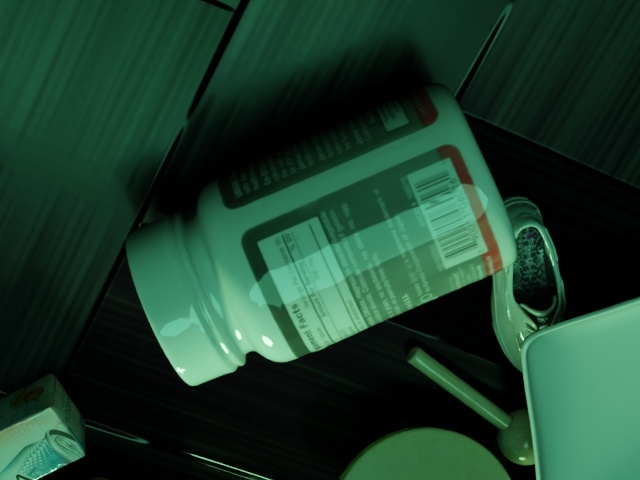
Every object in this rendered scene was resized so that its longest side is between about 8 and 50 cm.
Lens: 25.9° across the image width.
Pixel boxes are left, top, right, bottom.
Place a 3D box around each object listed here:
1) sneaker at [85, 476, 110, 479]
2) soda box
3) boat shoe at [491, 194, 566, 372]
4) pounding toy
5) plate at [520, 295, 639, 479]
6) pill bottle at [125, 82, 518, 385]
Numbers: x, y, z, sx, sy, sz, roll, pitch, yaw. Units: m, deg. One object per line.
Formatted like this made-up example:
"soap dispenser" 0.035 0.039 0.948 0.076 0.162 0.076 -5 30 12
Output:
"sneaker" -0.225 0.371 1.290 0.136 0.116 0.314 27 109 -22
"soda box" -0.299 0.191 1.220 0.183 0.058 0.063 -26 117 4
"boat shoe" 0.189 0.051 1.229 0.066 0.063 0.184 -9 117 -5
"pounding toy" 0.095 0.240 1.302 0.183 0.110 0.237 29 79 -10
"plate" 0.302 0.159 1.275 0.278 0.045 0.277 -18 115 -19
"pill bottle" 0.000 0.000 1.119 0.283 0.161 0.161 -23 117 3
